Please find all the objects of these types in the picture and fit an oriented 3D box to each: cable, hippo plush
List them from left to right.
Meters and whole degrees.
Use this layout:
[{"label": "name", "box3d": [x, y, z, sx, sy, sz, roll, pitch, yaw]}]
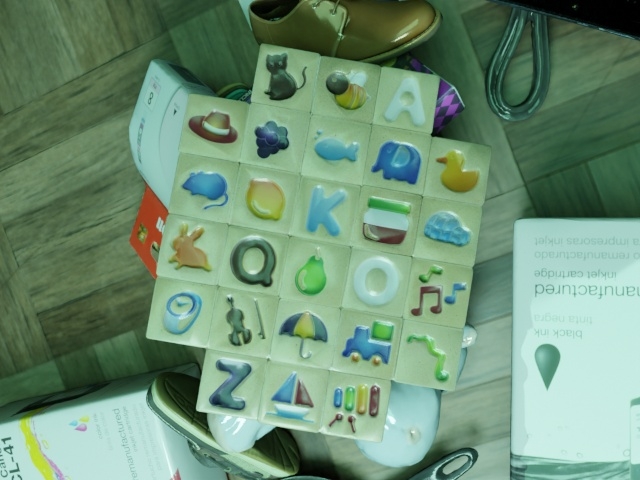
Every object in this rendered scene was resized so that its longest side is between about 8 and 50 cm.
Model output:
[{"label": "hippo plush", "box3d": [0.030, 0.127, 0.832, 0.236, 0.234, 0.294, 25, 60, -5]}, {"label": "cable", "box3d": [0.217, -0.277, 0.793, 0.139, 0.072, 0.287, -12, 105, 0]}]

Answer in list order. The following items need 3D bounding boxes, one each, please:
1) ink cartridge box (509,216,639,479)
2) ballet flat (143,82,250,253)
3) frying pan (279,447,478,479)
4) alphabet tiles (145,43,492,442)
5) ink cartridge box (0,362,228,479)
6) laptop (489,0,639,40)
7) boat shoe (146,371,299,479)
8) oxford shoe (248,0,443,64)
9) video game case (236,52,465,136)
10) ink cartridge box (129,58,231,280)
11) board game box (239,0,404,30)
[{"label": "ink cartridge box", "box3d": [0.325, 0.182, 0.702, 0.285, 0.166, 0.395, 0, 84, 16]}, {"label": "ballet flat", "box3d": [-0.158, -0.093, 0.901, 0.073, 0.080, 0.232, 37, 104, 40]}, {"label": "frying pan", "box3d": [0.025, 0.325, 0.904, 0.197, 0.053, 0.326, 31, 102, 10]}, {"label": "alphabet tiles", "box3d": [0.000, 0.000, 0.683, 0.285, 0.011, 0.343, 9, 86, 0]}, {"label": "ink cartridge box", "box3d": [-0.285, 0.304, 0.952, 0.306, 0.131, 0.226, -16, 92, 16]}, {"label": "laptop", "box3d": [0.409, -0.344, 0.697, 0.408, 0.236, 0.382, 28, 103, 32]}, {"label": "boat shoe", "box3d": [-0.121, 0.232, 0.878, 0.073, 0.080, 0.223, -39, 124, 21]}, {"label": "oxford shoe", "box3d": [0.017, -0.224, 0.760, 0.212, 0.076, 0.076, 2, 53, 26]}, {"label": "video game case", "box3d": [-0.002, -0.121, 0.783, 0.232, 0.042, 0.210, -41, 49, 1]}, {"label": "ink cartridge box", "box3d": [-0.164, -0.054, 0.811, 0.189, 0.066, 0.232, 45, 115, 43]}, {"label": "board game box", "box3d": [-0.037, -0.364, 0.738, 0.193, 0.053, 0.305, -1, 133, 27]}]
